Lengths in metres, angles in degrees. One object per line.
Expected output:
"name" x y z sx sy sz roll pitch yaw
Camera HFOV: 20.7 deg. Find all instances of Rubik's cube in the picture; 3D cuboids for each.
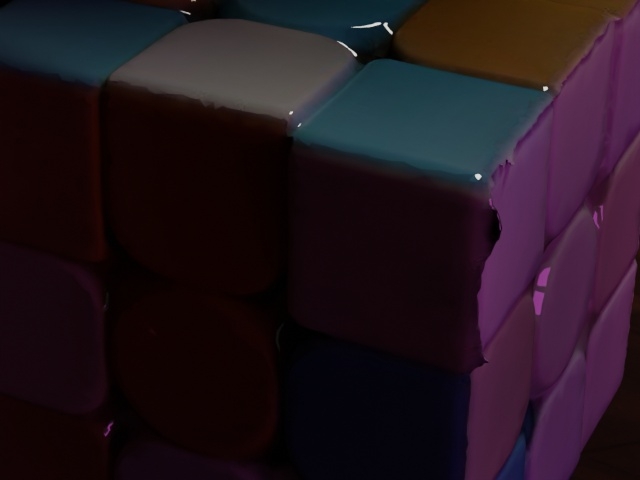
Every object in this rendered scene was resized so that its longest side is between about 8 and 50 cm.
"Rubik's cube" 0.000 0.000 1.108 0.346 0.344 0.347 -45 144 -51
